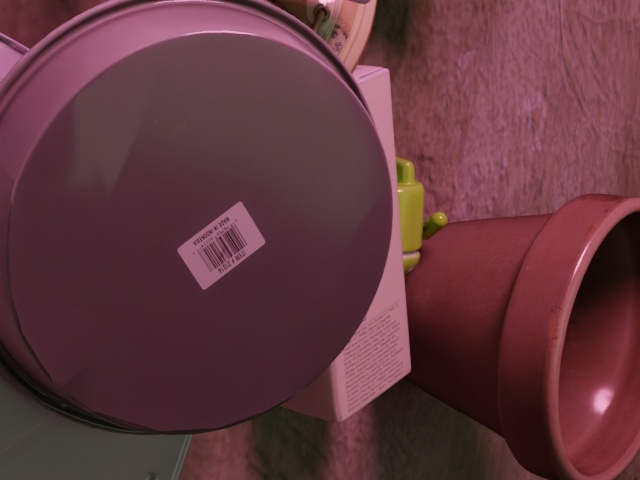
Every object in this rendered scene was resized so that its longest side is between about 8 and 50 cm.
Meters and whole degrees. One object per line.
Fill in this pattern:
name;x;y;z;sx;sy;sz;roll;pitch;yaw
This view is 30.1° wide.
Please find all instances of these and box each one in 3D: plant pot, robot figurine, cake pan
plant pot;0.179;0.073;1.111;0.263;0.229;0.263;-19;114;-48
robot figurine;0.058;-0.016;1.066;0.101;0.067;0.115;-2;103;-24
cake pan;-0.075;-0.006;0.737;0.293;0.054;0.293;-9;110;-26

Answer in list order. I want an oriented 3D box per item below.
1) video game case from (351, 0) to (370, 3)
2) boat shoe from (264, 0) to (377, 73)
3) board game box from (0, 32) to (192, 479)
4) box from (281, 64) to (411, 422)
video game case;-0.053;-0.256;0.693;0.026;0.226;0.206;-79;-175;-47
boat shoe;-0.041;-0.122;0.806;0.089;0.104;0.285;25;78;-45
board game box;-0.220;0.082;0.749;0.390;0.050;0.390;29;77;-51
box;0.000;0.000;0.974;0.113;0.094;0.275;-27;120;-46
